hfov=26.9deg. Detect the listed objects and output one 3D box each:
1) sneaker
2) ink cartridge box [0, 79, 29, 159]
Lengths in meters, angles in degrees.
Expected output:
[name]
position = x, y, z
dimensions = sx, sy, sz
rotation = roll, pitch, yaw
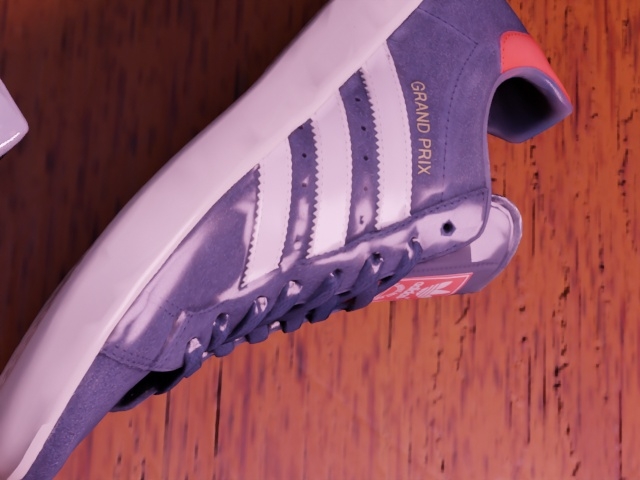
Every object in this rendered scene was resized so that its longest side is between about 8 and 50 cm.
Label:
[sneaker]
position = 0.000, 0.000, 0.605
dimensions = 0.148, 0.131, 0.350
rotation = 44, 64, -6
[ink cartridge box]
position = -0.350, -0.060, 0.471
dimensions = 0.385, 0.091, 0.308
rotation = -38, 96, -29
